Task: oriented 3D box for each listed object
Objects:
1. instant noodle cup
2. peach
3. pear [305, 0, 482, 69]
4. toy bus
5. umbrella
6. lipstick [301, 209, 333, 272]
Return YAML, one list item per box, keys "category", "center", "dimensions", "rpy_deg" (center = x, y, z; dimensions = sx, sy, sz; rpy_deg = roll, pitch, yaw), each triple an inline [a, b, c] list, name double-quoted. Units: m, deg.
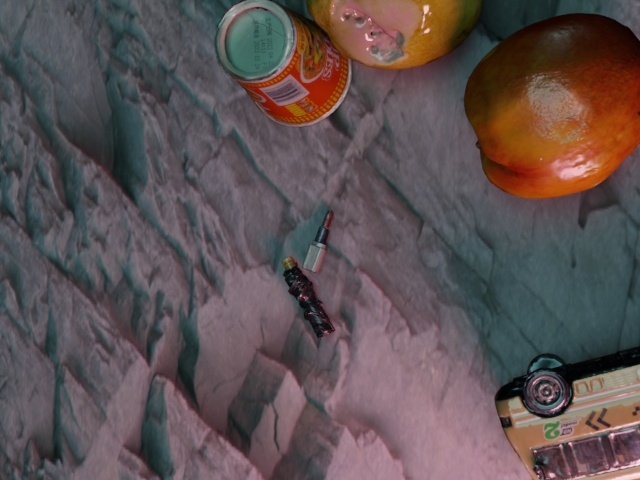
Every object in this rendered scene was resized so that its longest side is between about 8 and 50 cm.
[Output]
- category: "instant noodle cup"
  center: [-0.070, -0.290, 1.492]
  dimensions: [0.193, 0.212, 0.193]
  rpy_deg: [-1, 85, 18]
- category: "peach"
  center: [0.344, -0.189, 1.339]
  dimensions: [0.281, 0.238, 0.281]
  rpy_deg: [-15, 47, 16]
- category: "pear"
  center: [0.108, -0.384, 1.427]
  dimensions: [0.271, 0.271, 0.271]
  rpy_deg: [-1, 86, 18]
- category: "toy bus"
  center: [0.438, 0.235, 1.312]
  dimensions: [0.365, 0.177, 0.202]
  rpy_deg: [-17, 87, 15]
- category: "umbrella"
  center: [-0.024, 0.093, 1.541]
  dimensions: [0.144, 0.040, 0.037]
  rpy_deg: [61, 145, 12]
- category: "lipstick"
  center: [0.000, 0.000, 1.548]
  dimensions: [0.025, 0.025, 0.107]
  rpy_deg: [19, 85, 18]
